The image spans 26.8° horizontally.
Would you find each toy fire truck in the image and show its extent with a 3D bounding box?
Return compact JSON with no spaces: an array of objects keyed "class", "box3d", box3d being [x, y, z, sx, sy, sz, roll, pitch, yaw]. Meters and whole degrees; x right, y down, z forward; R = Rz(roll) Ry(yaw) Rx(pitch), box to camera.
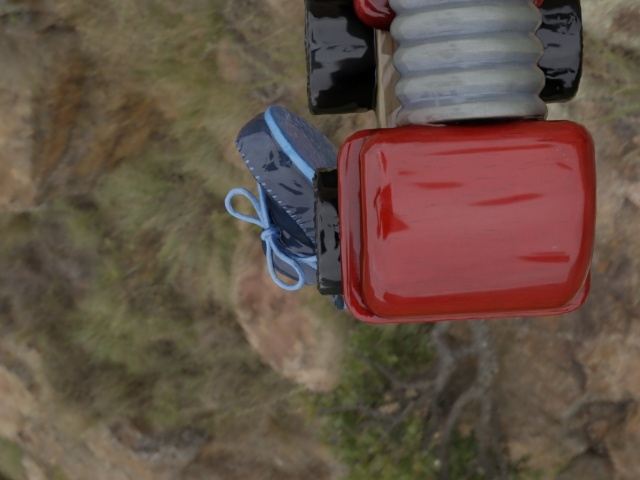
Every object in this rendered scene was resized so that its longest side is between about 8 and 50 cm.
[{"class":"toy fire truck","box3d":[0.073,-0.078,0.489,0.158,0.246,0.217,-2,89,-1]}]

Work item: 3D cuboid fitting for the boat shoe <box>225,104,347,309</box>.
[{"class":"boat shoe","box3d":[0.000,0.000,0.951,0.089,0.258,0.109,-30,54,10]}]
